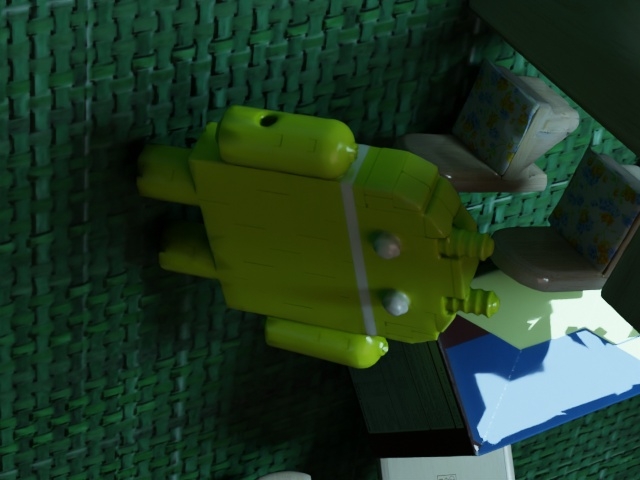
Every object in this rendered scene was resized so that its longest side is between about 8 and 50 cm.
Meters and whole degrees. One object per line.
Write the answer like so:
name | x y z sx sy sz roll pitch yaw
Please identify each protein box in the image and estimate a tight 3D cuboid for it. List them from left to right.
protein box | 0.148 0.091 1.421 0.199 0.136 0.201 -17 180 -24

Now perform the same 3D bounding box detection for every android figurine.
android figurine | 0.000 0.000 1.225 0.248 0.272 0.056 82 27 -47

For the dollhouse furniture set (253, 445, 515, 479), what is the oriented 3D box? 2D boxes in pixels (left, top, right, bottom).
dollhouse furniture set | 0.055 0.265 1.649 0.286 0.198 0.303 -4 165 -7

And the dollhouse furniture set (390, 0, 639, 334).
dollhouse furniture set | 0.225 -0.112 1.157 0.256 0.394 0.362 -1 127 -43
